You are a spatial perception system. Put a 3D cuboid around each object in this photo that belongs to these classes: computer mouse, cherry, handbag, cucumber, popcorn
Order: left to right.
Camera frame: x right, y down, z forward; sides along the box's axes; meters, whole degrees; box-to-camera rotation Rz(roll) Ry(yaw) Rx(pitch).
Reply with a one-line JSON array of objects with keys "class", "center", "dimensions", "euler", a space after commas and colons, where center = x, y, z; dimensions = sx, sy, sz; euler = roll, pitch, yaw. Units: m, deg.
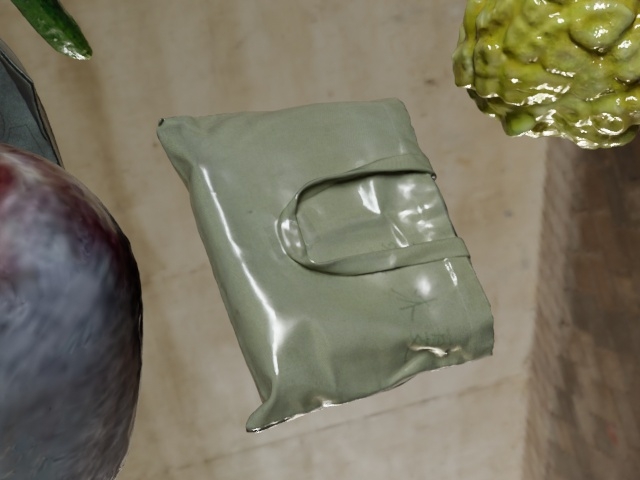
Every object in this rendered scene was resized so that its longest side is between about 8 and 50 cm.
[{"class": "cherry", "center": [-0.219, 0.066, 0.630], "dimensions": [0.218, 0.255, 0.296], "euler": [21, 128, 38]}, {"class": "computer mouse", "center": [-0.353, -0.134, 1.250], "dimensions": [0.071, 0.126, 0.231], "euler": [-99, -7, -56]}, {"class": "cucumber", "center": [-0.254, -0.218, 1.012], "dimensions": [0.168, 0.039, 0.039], "euler": [54, -171, -37]}, {"class": "handbag", "center": [0.005, 0.002, 1.091], "dimensions": [0.109, 0.253, 0.316], "euler": [107, 146, -63]}, {"class": "popcorn", "center": [0.233, -0.204, 1.077], "dimensions": [0.237, 0.205, 0.252], "euler": [73, -156, -44]}]
